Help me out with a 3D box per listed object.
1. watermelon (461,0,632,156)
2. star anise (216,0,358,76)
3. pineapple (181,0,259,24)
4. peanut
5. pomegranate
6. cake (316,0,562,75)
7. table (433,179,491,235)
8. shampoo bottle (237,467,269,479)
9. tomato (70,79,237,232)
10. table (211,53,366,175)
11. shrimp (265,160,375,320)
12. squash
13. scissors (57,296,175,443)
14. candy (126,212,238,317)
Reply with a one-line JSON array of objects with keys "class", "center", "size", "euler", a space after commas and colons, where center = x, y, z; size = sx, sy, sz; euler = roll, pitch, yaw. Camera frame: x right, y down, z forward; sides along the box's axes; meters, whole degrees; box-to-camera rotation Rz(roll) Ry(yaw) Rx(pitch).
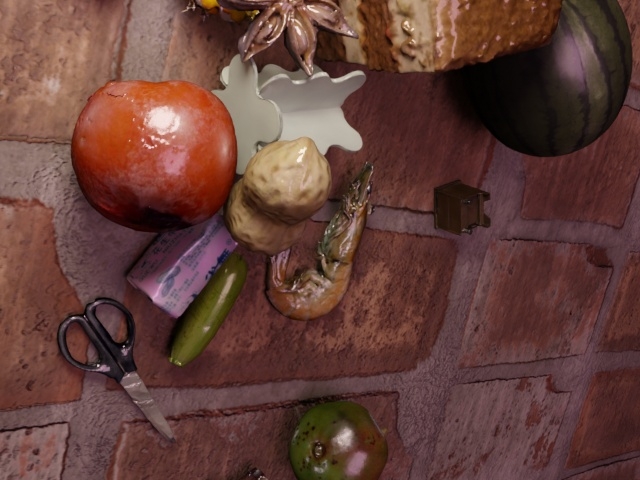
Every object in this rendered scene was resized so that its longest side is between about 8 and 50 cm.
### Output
[{"class": "watermelon", "center": [0.381, -0.314, 1.239], "size": [0.279, 0.279, 0.359], "euler": [-40, 124, -19]}, {"class": "star anise", "center": [-0.037, -0.304, 0.953], "size": [0.208, 0.063, 0.171], "euler": [-45, 113, -15]}, {"class": "pineapple", "center": [-0.120, -0.393, 0.953], "size": [0.225, 0.076, 0.224], "euler": [-18, 120, -34]}, {"class": "peanut", "center": [-0.057, -0.050, 0.934], "size": [0.124, 0.257, 0.123], "euler": [5, 75, -17]}, {"class": "pomegranate", "center": [0.048, 0.382, 1.329], "size": [0.224, 0.182, 0.181], "euler": [15, 98, -56]}, {"class": "cake", "center": [0.157, -0.386, 1.032], "size": [0.282, 0.290, 0.255], "euler": [-20, 115, -27]}, {"class": "table", "center": [0.269, -0.060, 1.377], "size": [0.070, 0.082, 0.083], "euler": [-20, 118, -31]}, {"class": "shampoo bottle", "center": [-0.219, 0.508, 1.222], "size": [0.323, 0.084, 0.129], "euler": [-33, 128, -24]}, {"class": "tomato", "center": [-0.206, -0.101, 0.913], "size": [0.208, 0.208, 0.184], "euler": [-2, 91, -37]}, {"class": "table", "center": [-0.039, -0.189, 1.054], "size": [0.198, 0.167, 0.166], "euler": [-15, 116, -42]}, {"class": "shrimp", "center": [0.000, 0.000, 1.216], "size": [0.169, 0.058, 0.295], "euler": [7, 106, -36]}, {"class": "squash", "center": [-0.175, 0.106, 1.114], "size": [0.066, 0.066, 0.201], "euler": [29, 92, -41]}, {"class": "scissors", "center": [-0.286, 0.211, 1.096], "size": [0.109, 0.022, 0.300], "euler": [-35, 126, -18]}, {"class": "candy", "center": [-0.196, 0.024, 1.047], "size": [0.160, 0.092, 0.073], "euler": [-53, 135, -12]}]
